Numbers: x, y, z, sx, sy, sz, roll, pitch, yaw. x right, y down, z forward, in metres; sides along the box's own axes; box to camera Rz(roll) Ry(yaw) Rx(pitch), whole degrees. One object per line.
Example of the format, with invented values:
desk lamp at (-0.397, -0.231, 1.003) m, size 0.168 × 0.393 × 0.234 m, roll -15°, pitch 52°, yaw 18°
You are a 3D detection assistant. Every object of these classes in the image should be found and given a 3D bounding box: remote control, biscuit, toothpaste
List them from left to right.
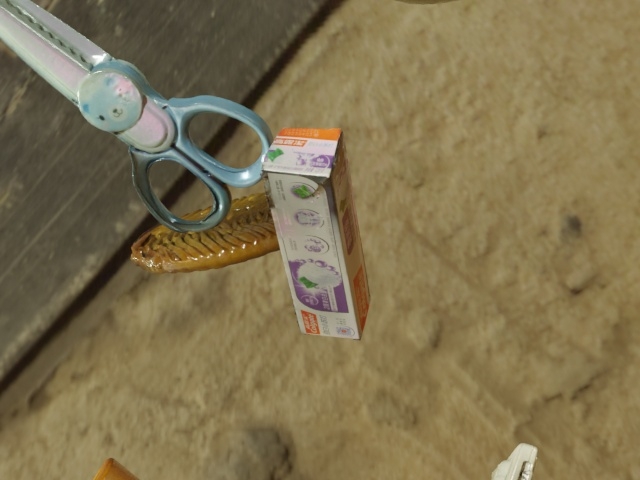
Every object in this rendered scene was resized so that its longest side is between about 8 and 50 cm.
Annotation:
biscuit at (-0.120, -0.020, 1.986) m, size 0.318 × 0.318 × 0.040 m, roll -14°, pitch 104°, yaw 2°
toothpaste at (0.000, 0.000, 0.915) m, size 0.047 × 0.040 × 0.196 m, roll 6°, pitch 146°, yaw 13°
remote control at (0.282, 0.354, 2.038) m, size 0.049 × 0.230 × 0.090 m, roll 20°, pitch 76°, yaw 7°

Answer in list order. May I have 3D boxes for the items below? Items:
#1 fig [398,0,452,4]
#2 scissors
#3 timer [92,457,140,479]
fig at (0.135, -0.437, 1.684) m, size 0.343 × 0.343 × 0.343 m, roll -1°, pitch 109°, yaw -3°
scissors at (-0.160, -0.111, 1.085) m, size 0.256 × 0.030 × 0.125 m, roll 38°, pitch 118°, yaw -12°
timer at (-0.213, 0.344, 1.590) m, size 0.152 × 0.132 × 0.132 m, roll 31°, pitch 105°, yaw -5°
